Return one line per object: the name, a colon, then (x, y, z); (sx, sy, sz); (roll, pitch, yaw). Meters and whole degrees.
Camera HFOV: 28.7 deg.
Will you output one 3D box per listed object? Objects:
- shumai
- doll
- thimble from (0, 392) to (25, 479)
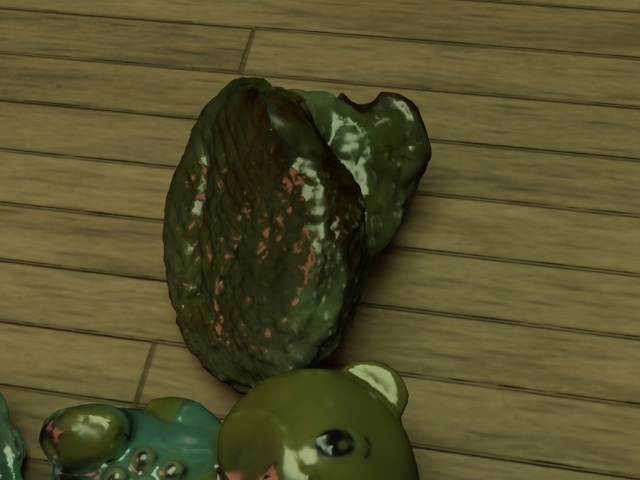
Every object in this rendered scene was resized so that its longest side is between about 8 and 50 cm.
shumai: (0.000, 0.000, 1.055); (0.222, 0.203, 0.272); (8, 88, 52)
doll: (-0.055, 0.189, 0.912); (0.260, 0.161, 0.177); (-10, 75, 3)
thimble: (-0.310, 0.185, 0.943); (0.149, 0.185, 0.211); (-18, 90, -3)
